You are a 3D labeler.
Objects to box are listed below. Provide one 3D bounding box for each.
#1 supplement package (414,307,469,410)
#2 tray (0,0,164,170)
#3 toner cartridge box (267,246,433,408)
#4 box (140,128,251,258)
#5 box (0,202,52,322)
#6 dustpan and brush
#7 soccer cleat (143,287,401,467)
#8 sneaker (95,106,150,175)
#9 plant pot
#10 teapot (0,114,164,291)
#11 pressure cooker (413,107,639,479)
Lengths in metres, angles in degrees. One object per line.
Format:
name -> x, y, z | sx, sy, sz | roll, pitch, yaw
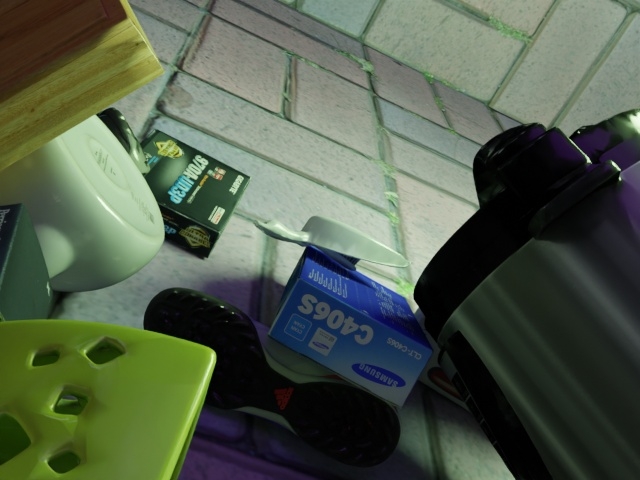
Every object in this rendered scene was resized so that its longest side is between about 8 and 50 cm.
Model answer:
supplement package -> 0.246, 0.162, 1.142 | 0.244, 0.139, 0.134 | 31, 25, 4
tray -> -0.369, -0.131, 0.779 | 0.203, 0.411, 0.076 | 58, -1, 44
toner cartridge box -> 0.033, 0.090, 0.994 | 0.165, 0.075, 0.348 | 28, 5, -1
box -> -0.212, -0.076, 1.197 | 0.175, 0.051, 0.220 | 27, 26, -5
box -> -0.343, 0.062, 0.658 | 0.207, 0.108, 0.153 | -9, 35, -7
dustpan and brush -> 0.000, 0.000, 1.038 | 0.211, 0.060, 0.147 | 32, -11, -38
soccer cleat -> -0.055, 0.153, 0.919 | 0.318, 0.109, 0.116 | 27, 2, 3
sneaker -> -0.324, -0.134, 1.100 | 0.106, 0.101, 0.267 | -35, 39, -19
plant pot -> -0.213, 0.179, 0.512 | 0.207, 0.227, 0.228 | 20, 44, -3
teapot -> -0.312, -0.038, 0.895 | 0.253, 0.187, 0.256 | 59, 7, 14
pressure cooker -> 0.314, 0.064, 0.885 | 0.375, 0.370, 0.420 | -19, 65, -39
